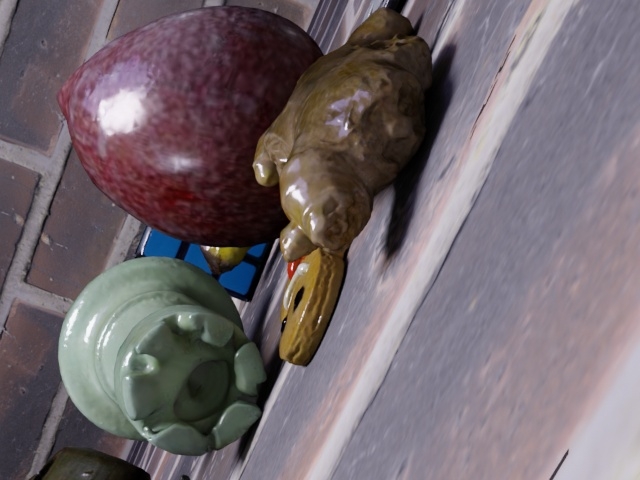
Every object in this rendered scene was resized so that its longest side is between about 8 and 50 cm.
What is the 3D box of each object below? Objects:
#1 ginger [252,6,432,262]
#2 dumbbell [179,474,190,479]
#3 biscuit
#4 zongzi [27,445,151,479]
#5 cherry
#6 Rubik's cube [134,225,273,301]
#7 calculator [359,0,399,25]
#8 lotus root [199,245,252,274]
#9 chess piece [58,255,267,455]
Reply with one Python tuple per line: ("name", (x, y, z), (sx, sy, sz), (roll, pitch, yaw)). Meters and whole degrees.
("ginger", (0.010, -0.087, 0.731), (0.166, 0.080, 0.333), (-39, 20, 11))
("dumbbell", (-0.146, 0.270, 0.916), (0.069, 0.069, 0.147), (-91, 25, -71))
("biscuit", (-0.002, -0.001, 0.813), (0.240, 0.035, 0.158), (-77, 10, -52))
("zongzi", (-0.315, 0.486, 1.137), (0.403, 0.208, 0.432), (-71, -6, -62))
("cherry", (-0.106, -0.105, 0.969), (0.230, 0.300, 0.203), (88, -168, -59))
("Rubik's cube", (-0.145, -0.020, 1.382), (0.163, 0.162, 0.160), (171, 122, -82))
("calculator", (0.078, -0.269, 1.057), (0.161, 0.021, 0.261), (-81, 15, -59))
("lotus root", (-0.073, -0.103, 1.197), (0.169, 0.141, 0.314), (-82, 6, -71))
("chess piece", (-0.143, 0.115, 0.976), (0.194, 0.195, 0.299), (-69, 16, -5))
